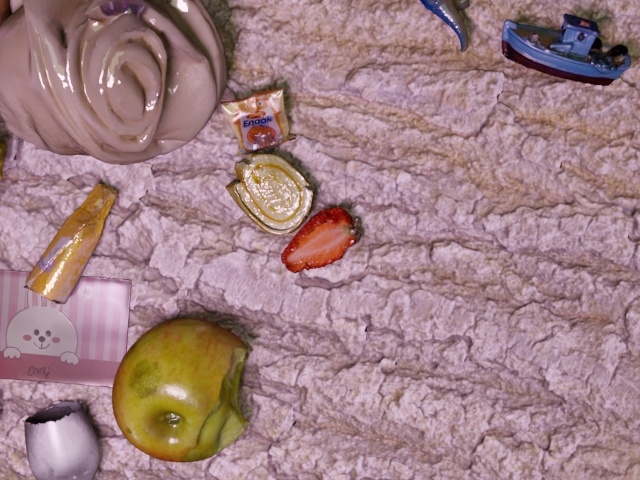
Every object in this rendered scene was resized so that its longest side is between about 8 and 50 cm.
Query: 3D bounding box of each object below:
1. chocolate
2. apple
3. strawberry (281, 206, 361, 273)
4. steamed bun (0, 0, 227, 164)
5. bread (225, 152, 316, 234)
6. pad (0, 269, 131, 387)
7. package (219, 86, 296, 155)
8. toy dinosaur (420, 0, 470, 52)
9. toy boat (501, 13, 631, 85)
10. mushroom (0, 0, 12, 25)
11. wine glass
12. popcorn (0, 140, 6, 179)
[{"bbox_3d":[-0.419,0.000,1.764,0.086,0.085,0.219,30,89,-6],"label":"chocolate"},{"bbox_3d":[-0.225,0.257,1.730,0.246,0.226,0.246,0,101,-1],"label":"apple"},{"bbox_3d":[-0.001,-0.002,1.777,0.152,0.048,0.104,-25,130,0],"label":"strawberry"},{"bbox_3d":[-0.321,-0.279,1.591,0.368,0.255,0.342,-12,107,-22],"label":"steamed bun"},{"bbox_3d":[-0.084,-0.084,1.764,0.117,0.064,0.156,-44,96,0],"label":"bread"},{"bbox_3d":[-0.489,0.154,1.817,0.300,0.005,0.202,5,99,-2],"label":"pad"},{"bbox_3d":[-0.103,-0.199,1.738,0.108,0.031,0.120,-15,131,0],"label":"package"},{"bbox_3d":[0.154,-0.422,1.732,0.188,0.075,0.247,-12,104,10],"label":"toy dinosaur"},{"bbox_3d":[0.409,-0.327,1.717,0.223,0.100,0.097,13,127,-6],"label":"toy boat"},{"bbox_3d":[-0.591,-0.425,1.642,0.314,0.224,0.397,-39,104,-8],"label":"mushroom"},{"bbox_3d":[-0.437,0.408,1.799,0.126,0.126,0.241,-11,100,0],"label":"wine glass"},{"bbox_3d":[-0.626,-0.118,1.633,0.256,0.195,0.254,-19,93,-16],"label":"popcorn"}]
